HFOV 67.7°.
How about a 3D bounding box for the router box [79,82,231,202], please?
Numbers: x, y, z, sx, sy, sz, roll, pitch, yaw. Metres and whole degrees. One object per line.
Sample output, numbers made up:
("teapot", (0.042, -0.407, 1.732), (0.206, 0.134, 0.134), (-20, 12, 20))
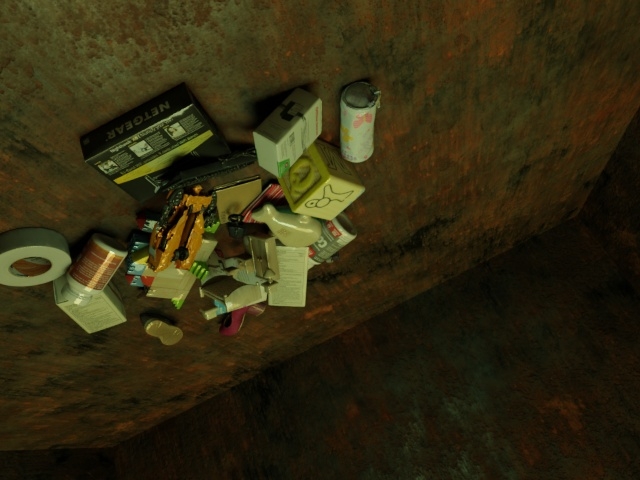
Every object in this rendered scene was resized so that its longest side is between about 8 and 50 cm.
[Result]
("router box", (-0.428, -0.248, 1.277), (0.308, 0.081, 0.243), (-27, 155, 2))

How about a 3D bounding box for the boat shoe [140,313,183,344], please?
("boat shoe", (-0.732, 0.403, 2.202), (0.103, 0.092, 0.285), (-43, 152, -7))

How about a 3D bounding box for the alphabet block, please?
("alphabet block", (-0.002, -0.204, 1.607), (0.192, 0.193, 0.197), (-42, 150, 27))

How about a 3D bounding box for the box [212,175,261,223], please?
("box", (-0.284, -0.140, 1.671), (0.164, 0.021, 0.201), (-18, 153, -15))

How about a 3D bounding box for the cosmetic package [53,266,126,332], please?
("cosmetic package", (-0.824, 0.209, 1.719), (0.153, 0.129, 0.296), (-17, 153, -14))

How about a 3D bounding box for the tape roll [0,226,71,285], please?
("tape roll", (-0.881, 0.052, 1.444), (0.219, 0.072, 0.219), (-19, 153, -10))

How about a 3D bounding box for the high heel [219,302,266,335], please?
("high heel", (-0.450, 0.360, 2.403), (0.181, 0.127, 0.377), (32, 128, -27))

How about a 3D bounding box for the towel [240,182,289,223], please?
("towel", (-0.148, -0.122, 1.784), (0.199, 0.031, 0.275), (-44, 153, 24))

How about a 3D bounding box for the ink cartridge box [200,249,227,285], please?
("ink cartridge box", (-0.421, 0.112, 1.864), (0.063, 0.150, 0.109), (-31, 154, 21))

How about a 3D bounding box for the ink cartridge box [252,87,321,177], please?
("ink cartridge box", (-0.089, -0.308, 1.358), (0.208, 0.087, 0.153), (-51, 163, -24))

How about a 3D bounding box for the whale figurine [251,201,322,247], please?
("whale figurine", (-0.117, -0.081, 1.737), (0.272, 0.141, 0.216), (26, 142, -34))

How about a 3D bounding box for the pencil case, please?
("pencil case", (0.121, -0.368, 1.506), (0.124, 0.113, 0.273), (-39, 158, -19))

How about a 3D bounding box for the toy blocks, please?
("toy blocks", (-0.539, 0.058, 1.626), (0.261, 0.191, 0.381), (12, 123, -39))

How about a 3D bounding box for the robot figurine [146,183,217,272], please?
("robot figurine", (-0.424, -0.044, 1.450), (0.211, 0.085, 0.291), (-3, 119, -59))

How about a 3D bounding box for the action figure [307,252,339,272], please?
("action figure", (-0.052, 0.103, 2.250), (0.285, 0.099, 0.185), (-20, 161, -2))

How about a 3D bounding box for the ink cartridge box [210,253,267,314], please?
("ink cartridge box", (-0.359, 0.183, 2.031), (0.232, 0.171, 0.168), (-15, 152, -18))

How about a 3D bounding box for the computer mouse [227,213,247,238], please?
("computer mouse", (-0.303, -0.046, 1.723), (0.071, 0.041, 0.242), (12, 164, -5))

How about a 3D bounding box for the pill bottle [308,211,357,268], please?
("pill bottle", (0.000, 0.000, 2.021), (0.283, 0.161, 0.161), (-38, 151, 24))

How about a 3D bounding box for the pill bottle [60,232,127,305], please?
("pill bottle", (-0.724, 0.094, 1.519), (0.216, 0.121, 0.121), (-55, 150, 1))

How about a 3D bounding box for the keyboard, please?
("keyboard", (-0.282, -0.208, 1.357), (0.201, 0.033, 0.317), (-25, -176, 40))

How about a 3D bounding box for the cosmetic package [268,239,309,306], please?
("cosmetic package", (-0.131, 0.118, 1.942), (0.160, 0.113, 0.309), (4, 124, -3))

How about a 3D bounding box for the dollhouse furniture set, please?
("dollhouse furniture set", (-0.333, 0.100, 1.693), (0.355, 0.303, 0.174), (-20, 113, -38))

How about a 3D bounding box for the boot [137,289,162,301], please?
("boot", (-0.648, 0.177, 1.856), (0.207, 0.090, 0.248), (-38, 155, 19))
